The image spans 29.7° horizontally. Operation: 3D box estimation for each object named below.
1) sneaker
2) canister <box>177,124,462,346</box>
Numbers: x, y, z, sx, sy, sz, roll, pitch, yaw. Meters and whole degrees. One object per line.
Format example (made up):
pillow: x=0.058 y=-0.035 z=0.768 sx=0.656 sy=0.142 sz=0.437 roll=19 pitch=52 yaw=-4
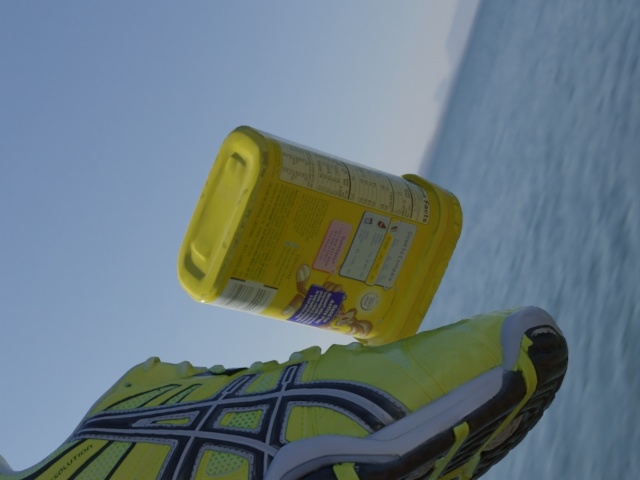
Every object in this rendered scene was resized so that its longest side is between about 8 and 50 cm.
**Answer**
sneaker: x=-0.044 y=0.117 z=0.687 sx=0.145 sy=0.385 sz=0.147 roll=69 pitch=176 yaw=-64
canister: x=0.000 y=0.000 z=0.824 sx=0.073 sy=0.170 sz=0.126 roll=36 pitch=106 yaw=52
